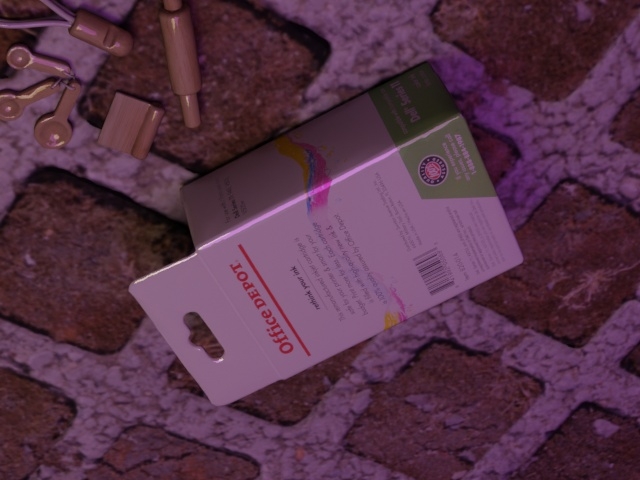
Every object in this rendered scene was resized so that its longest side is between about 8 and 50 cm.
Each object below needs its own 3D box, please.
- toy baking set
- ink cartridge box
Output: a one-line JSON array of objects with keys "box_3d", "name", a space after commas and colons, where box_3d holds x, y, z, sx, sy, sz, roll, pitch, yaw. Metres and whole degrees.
[{"box_3d": [-0.208, -0.177, 1.099, 0.196, 0.030, 0.256, -7, 126, -9], "name": "toy baking set"}, {"box_3d": [0.000, 0.000, 1.221, 0.353, 0.119, 0.207, -26, 127, 4], "name": "ink cartridge box"}]
